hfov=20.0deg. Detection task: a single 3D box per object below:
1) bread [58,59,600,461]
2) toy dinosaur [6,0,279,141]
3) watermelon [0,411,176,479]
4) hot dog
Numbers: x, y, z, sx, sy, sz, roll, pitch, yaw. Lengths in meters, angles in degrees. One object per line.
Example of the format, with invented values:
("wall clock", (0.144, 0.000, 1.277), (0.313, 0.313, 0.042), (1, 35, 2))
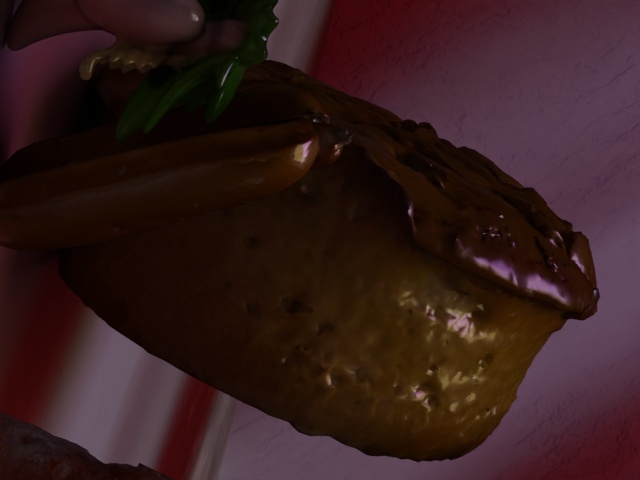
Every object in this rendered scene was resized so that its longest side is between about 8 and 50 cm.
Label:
("bread", (0.000, 0.000, 1.301), (0.398, 0.398, 0.215), (-47, 163, -82))
("toy dinosaur", (-0.116, -0.146, 0.979), (0.194, 0.177, 0.152), (-25, -131, 57))
("watermelon", (-0.136, 0.176, 0.886), (0.193, 0.256, 0.140), (85, 18, -54))
("hot dog", (-0.090, -0.038, 1.049), (0.062, 0.235, 0.092), (69, 26, -22))
